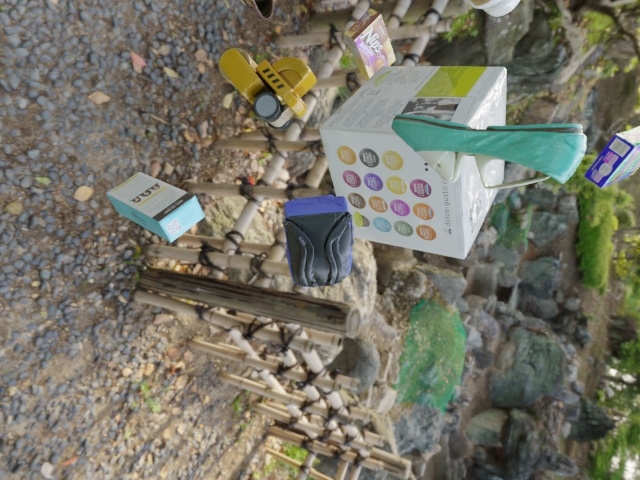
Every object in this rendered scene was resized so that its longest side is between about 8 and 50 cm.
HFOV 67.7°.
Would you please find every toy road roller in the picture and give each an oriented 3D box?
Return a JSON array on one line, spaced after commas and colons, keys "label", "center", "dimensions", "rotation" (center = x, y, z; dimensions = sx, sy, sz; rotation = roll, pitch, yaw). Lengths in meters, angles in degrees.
[{"label": "toy road roller", "center": [-0.167, -0.563, 1.673], "dimensions": [0.241, 0.329, 0.202], "rotation": [-41, 174, 8]}]

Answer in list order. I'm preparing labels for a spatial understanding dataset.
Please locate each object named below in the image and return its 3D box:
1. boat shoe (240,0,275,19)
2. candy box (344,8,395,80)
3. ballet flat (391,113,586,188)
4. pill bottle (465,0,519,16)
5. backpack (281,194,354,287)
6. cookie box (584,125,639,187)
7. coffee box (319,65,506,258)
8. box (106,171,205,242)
[{"label": "boat shoe", "center": [-0.156, -0.676, 1.113], "dimensions": [0.123, 0.123, 0.342], "rotation": [-23, 156, -14]}, {"label": "candy box", "center": [0.151, -0.578, 1.428], "dimensions": [0.109, 0.053, 0.186], "rotation": [-43, 150, -1]}, {"label": "ballet flat", "center": [0.199, -0.112, 0.615], "dimensions": [0.083, 0.247, 0.087], "rotation": [-8, 107, -60]}, {"label": "pill bottle", "center": [0.377, -0.624, 1.115], "dimensions": [0.229, 0.131, 0.131], "rotation": [10, 89, -43]}, {"label": "backpack", "center": [0.000, 0.000, 0.678], "dimensions": [0.101, 0.098, 0.120], "rotation": [-91, 177, -64]}, {"label": "cookie box", "center": [0.521, -0.145, 0.817], "dimensions": [0.107, 0.040, 0.091], "rotation": [-20, 146, -29]}, {"label": "coffee box", "center": [0.248, -0.209, 1.197], "dimensions": [0.338, 0.335, 0.337], "rotation": [-52, 141, -36]}, {"label": "box", "center": [-0.380, -0.082, 1.090], "dimensions": [0.100, 0.244, 0.060], "rotation": [-43, 136, -28]}]
